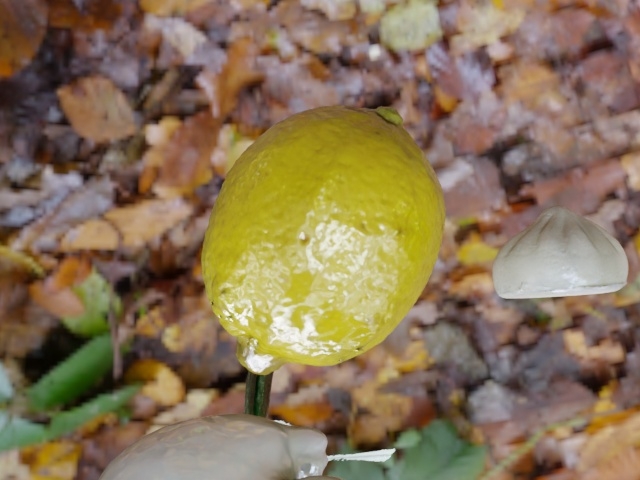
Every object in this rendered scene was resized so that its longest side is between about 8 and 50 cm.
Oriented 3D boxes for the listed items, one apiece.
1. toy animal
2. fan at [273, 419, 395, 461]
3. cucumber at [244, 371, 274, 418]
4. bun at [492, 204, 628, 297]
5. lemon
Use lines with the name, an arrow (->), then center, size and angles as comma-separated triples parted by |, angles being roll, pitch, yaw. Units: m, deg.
toy animal -> -0.045, 0.277, 1.020 | 0.241, 0.368, 0.196 | -1, 113, -34
fan -> -0.055, 0.328, 2.093 | 0.415, 0.012, 0.233 | 0, 140, -33
cucumber -> -0.068, 0.151, 1.654 | 0.033, 0.184, 0.036 | 0, 131, 10
bun -> 0.242, 0.011, 1.458 | 0.138, 0.094, 0.138 | -6, 177, 0
lemon -> 0.000, 0.000, 1.516 | 0.245, 0.245, 0.319 | 28, 91, -34
